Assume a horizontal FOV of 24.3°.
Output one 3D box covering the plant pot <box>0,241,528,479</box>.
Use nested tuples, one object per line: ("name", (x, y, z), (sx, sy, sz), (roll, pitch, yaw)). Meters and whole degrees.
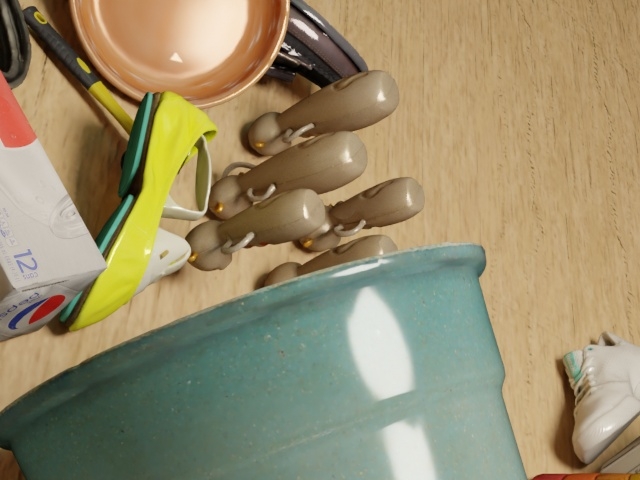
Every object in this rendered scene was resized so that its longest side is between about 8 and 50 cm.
("plant pot", (0.008, 0.218, 0.941), (0.341, 0.341, 0.334), (-8, 73, -50))

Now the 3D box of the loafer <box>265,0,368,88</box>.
("loafer", (-0.094, -0.217, 1.406), (0.302, 0.109, 0.095), (37, 79, -18))

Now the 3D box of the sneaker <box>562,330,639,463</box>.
("sneaker", (0.277, 0.150, 1.490), (0.094, 0.080, 0.212), (43, 28, 9))

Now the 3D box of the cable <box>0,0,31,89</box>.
("cable", (-0.259, -0.255, 1.228), (0.139, 0.072, 0.287), (47, 32, -39))

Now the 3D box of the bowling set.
("bowling set", (0.000, 0.000, 1.287), (0.200, 0.154, 0.287), (61, 31, -17))

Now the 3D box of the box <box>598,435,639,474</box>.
("box", (0.420, 0.286, 1.368), (0.121, 0.148, 0.311), (-22, 73, -51))

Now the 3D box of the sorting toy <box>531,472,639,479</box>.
("sorting toy", (0.200, 0.235, 1.236), (0.365, 0.126, 0.127), (7, 56, -55))

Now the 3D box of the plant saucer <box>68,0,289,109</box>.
("plant saucer", (-0.127, -0.214, 1.320), (0.200, 0.037, 0.200), (0, 90, -19))

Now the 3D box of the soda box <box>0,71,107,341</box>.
("soda box", (-0.272, -0.069, 1.065), (0.091, 0.098, 0.286), (-14, 69, -51))

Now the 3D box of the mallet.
("mallet", (-0.182, -0.129, 1.268), (0.189, 0.039, 0.062), (53, 39, 9))

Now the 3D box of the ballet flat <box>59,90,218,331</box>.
("ballet flat", (-0.131, -0.019, 1.157), (0.077, 0.077, 0.231), (25, 54, -14))
